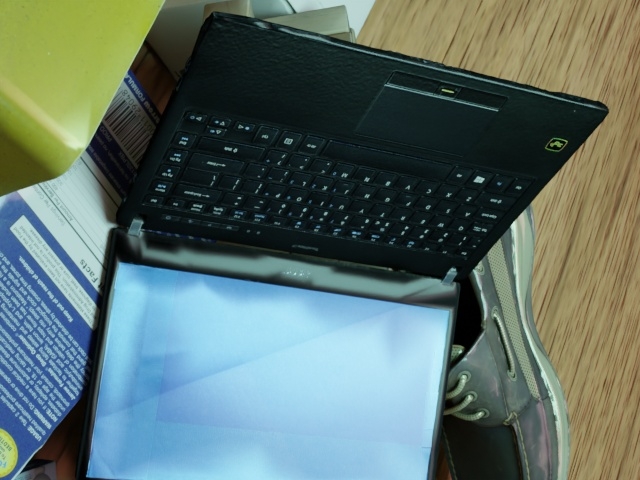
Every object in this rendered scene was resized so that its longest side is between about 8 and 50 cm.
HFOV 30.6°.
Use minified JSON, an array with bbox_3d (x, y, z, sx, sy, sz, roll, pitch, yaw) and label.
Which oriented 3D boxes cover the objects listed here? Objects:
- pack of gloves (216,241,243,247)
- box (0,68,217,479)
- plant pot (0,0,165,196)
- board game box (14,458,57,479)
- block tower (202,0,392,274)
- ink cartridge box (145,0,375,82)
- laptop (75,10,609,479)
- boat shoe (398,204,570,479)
[{"bbox_3d":[-0.105,0.051,0.805,0.195,0.046,0.232,-18,111,-57],"label":"pack of gloves"},{"bbox_3d":[-0.156,0.016,0.662,0.225,0.036,0.136,-52,126,-30],"label":"box"},{"bbox_3d":[-0.197,-0.151,0.552,0.187,0.212,0.212,39,58,-31],"label":"plant pot"},{"bbox_3d":[-0.191,0.185,0.689,0.090,0.020,0.090,-12,98,-53],"label":"board game box"},{"bbox_3d":[0.000,0.000,0.788,0.091,0.097,0.335,-93,172,-47],"label":"block tower"},{"bbox_3d":[-0.025,-0.201,0.818,0.082,0.140,0.190,55,49,-38],"label":"ink cartridge box"},{"bbox_3d":[0.009,0.033,0.651,0.234,0.264,0.136,9,50,-24],"label":"laptop"},{"bbox_3d":[0.123,0.103,1.041,0.130,0.132,0.355,-8,87,-43],"label":"boat shoe"}]
